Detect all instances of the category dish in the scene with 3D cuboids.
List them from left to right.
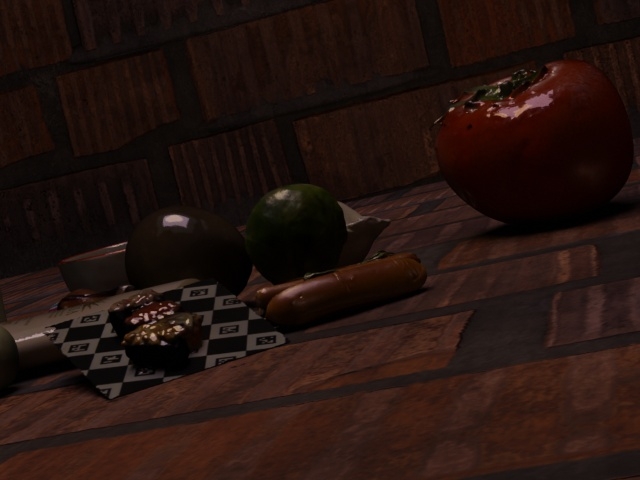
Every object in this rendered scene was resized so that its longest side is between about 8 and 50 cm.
[{"bbox_3d":[-0.397,0.067,2.388,0.256,0.117,0.256,-13,6,1],"label":"dish"}]

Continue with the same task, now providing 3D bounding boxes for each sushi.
[{"bbox_3d":[-0.212,0.100,1.534,0.264,0.050,0.290,-16,20,-23],"label":"sushi"}]

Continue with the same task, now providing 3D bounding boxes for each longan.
[{"bbox_3d":[-0.218,0.036,1.902,0.212,0.198,0.198,7,13,22],"label":"longan"}]

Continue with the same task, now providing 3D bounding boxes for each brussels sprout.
[{"bbox_3d":[-0.041,0.000,1.862,0.143,0.181,0.161,3,5,42],"label":"brussels sprout"}]

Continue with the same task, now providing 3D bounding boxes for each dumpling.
[{"bbox_3d":[0.000,0.000,2.012,0.250,0.132,0.162,-13,2,8],"label":"dumpling"}]

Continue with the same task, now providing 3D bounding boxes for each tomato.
[{"bbox_3d":[0.376,-0.157,2.037,0.341,0.273,0.341,-24,13,6],"label":"tomato"}]

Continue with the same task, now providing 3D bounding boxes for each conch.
[{"bbox_3d":[-0.383,0.112,1.900,0.086,0.080,0.233,-43,0,-33],"label":"conch"}]

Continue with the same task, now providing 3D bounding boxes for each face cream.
[{"bbox_3d":[-0.340,0.132,1.748,0.348,0.081,0.173,-14,4,3],"label":"face cream"}]

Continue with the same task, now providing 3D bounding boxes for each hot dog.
[{"bbox_3d":[0.030,0.064,1.606,0.249,0.068,0.100,-15,4,-22],"label":"hot dog"}]

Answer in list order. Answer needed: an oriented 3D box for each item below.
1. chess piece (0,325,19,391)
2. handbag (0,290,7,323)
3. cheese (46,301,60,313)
[{"bbox_3d":[-0.543,0.173,1.609,0.251,0.144,0.144,-9,5,-4],"label":"chess piece"},{"bbox_3d":[-0.699,0.061,2.142,0.109,0.315,0.241,-12,4,41],"label":"handbag"},{"bbox_3d":[-0.480,0.137,2.282,0.095,0.038,0.145,-10,-6,13],"label":"cheese"}]
